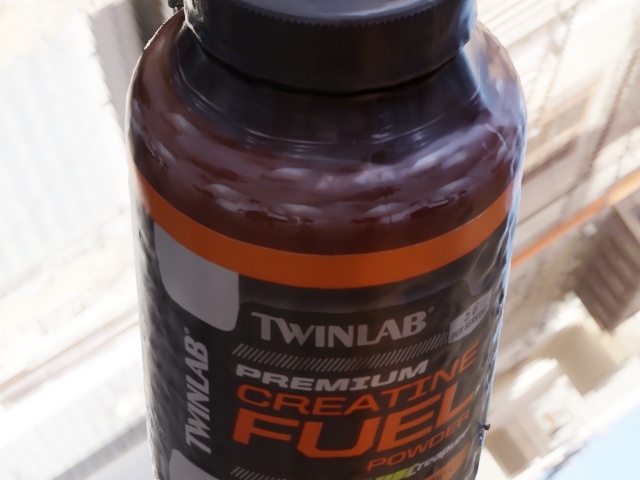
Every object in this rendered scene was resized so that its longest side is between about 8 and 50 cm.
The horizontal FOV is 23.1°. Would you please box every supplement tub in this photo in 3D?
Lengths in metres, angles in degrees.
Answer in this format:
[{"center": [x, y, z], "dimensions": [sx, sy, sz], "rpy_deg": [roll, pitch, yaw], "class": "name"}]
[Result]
[{"center": [0.000, 0.000, 0.430], "dimensions": [0.106, 0.106, 0.198], "rpy_deg": [48, -30, 38], "class": "supplement tub"}]

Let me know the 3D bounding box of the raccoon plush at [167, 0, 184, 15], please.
[{"center": [0.009, -0.193, 0.333], "dimensions": [0.299, 0.216, 0.446], "rpy_deg": [-90, 166, -64], "class": "raccoon plush"}]
